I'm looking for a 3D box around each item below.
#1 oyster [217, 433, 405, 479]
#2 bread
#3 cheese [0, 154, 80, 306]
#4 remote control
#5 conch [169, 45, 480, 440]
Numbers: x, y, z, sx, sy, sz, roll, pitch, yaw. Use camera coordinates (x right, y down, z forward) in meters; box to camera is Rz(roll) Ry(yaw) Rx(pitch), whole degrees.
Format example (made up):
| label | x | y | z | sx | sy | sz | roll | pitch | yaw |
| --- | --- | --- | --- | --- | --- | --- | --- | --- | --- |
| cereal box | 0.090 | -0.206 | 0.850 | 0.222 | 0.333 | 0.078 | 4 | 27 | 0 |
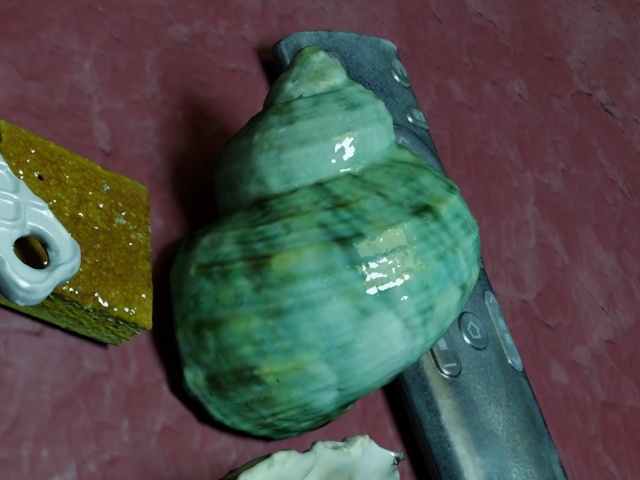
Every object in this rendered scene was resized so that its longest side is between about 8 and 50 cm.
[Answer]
| label | x | y | z | sx | sy | sz | roll | pitch | yaw |
| --- | --- | --- | --- | --- | --- | --- | --- | --- | --- |
| oyster | -0.013 | 0.192 | 0.863 | 0.271 | 0.100 | 0.275 | 39 | 26 | -26 |
| bread | -0.126 | -0.003 | 0.933 | 0.094 | 0.035 | 0.090 | 25 | 45 | -36 |
| cheese | -0.211 | -0.074 | 0.844 | 0.163 | 0.071 | 0.249 | -11 | 70 | -49 |
| remote control | 0.071 | 0.049 | 1.120 | 0.107 | 0.044 | 0.377 | 5 | 60 | -52 |
| conch | 0.001 | 0.001 | 1.010 | 0.176 | 0.122 | 0.188 | -1 | 55 | -20 |
